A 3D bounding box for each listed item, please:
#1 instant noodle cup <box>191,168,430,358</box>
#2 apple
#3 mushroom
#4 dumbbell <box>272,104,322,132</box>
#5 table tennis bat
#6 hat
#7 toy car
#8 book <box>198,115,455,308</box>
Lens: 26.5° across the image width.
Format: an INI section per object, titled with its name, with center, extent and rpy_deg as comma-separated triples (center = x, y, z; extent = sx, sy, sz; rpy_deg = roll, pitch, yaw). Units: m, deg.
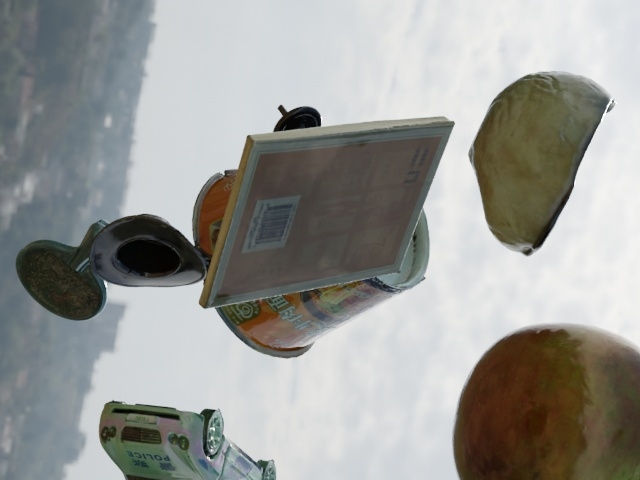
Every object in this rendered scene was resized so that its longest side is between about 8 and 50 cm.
[instant noodle cup]
center = 0.000, 0.000, 1.495
extent = 0.182, 0.230, 0.230
rpy_deg = -21, -130, 33
[apple]
center = 0.345, 0.288, 1.921
extent = 0.339, 0.339, 0.340
rpy_deg = -170, -90, -80
[mushroom]
center = 0.296, -0.120, 1.966
extent = 0.267, 0.164, 0.189
rpy_deg = -64, 175, 33
[dumbbell]
center = -0.015, -0.119, 1.660
extent = 0.147, 0.069, 0.069
rpy_deg = 53, -39, 35
[table tennis bat]
center = -0.299, 0.032, 1.642
extent = 0.201, 0.124, 0.033
rpy_deg = -41, -166, 47
[hat]
center = -0.166, 0.006, 1.332
extent = 0.121, 0.121, 0.050
rpy_deg = 111, -17, -51
[toy car]
center = -0.102, 0.188, 1.069
extent = 0.224, 0.090, 0.076
rpy_deg = 57, 40, -60
[book]
center = 0.008, -0.028, 1.206
extent = 0.018, 0.241, 0.170
rpy_deg = 40, -56, 36
